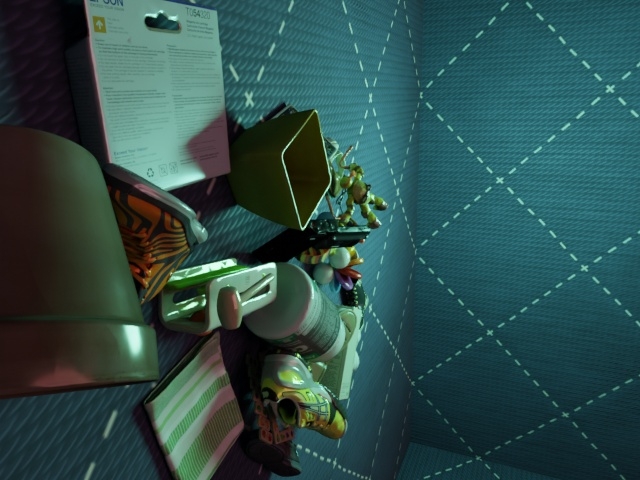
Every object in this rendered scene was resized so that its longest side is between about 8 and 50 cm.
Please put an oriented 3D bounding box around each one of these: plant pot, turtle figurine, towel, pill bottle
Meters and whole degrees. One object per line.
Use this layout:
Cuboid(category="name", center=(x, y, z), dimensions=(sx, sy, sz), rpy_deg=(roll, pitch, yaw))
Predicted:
Cuboid(category="plant pot", center=(-0.354, 0.037, 0.560), dimensions=(0.323, 0.323, 0.280), rpy_deg=(31, 50, -65))
Cuboid(category="turtle figurine", center=(0.126, -0.147, 1.511), dimensions=(0.217, 0.087, 0.270), rpy_deg=(39, 51, -38))
Cuboid(category="towel", center=(-0.272, 0.403, 1.126), dimensions=(0.248, 0.038, 0.325), rpy_deg=(-50, 140, -52))
Cuboid(category="pill bottle", center=(-0.059, 0.219, 1.375), dimensions=(0.361, 0.204, 0.204), rpy_deg=(53, 47, -57))
Cuboid(category="plant pot", center=(-0.111, -0.173, 1.183), dimensions=(0.212, 0.187, 0.212), rpy_deg=(-63, 149, -43))

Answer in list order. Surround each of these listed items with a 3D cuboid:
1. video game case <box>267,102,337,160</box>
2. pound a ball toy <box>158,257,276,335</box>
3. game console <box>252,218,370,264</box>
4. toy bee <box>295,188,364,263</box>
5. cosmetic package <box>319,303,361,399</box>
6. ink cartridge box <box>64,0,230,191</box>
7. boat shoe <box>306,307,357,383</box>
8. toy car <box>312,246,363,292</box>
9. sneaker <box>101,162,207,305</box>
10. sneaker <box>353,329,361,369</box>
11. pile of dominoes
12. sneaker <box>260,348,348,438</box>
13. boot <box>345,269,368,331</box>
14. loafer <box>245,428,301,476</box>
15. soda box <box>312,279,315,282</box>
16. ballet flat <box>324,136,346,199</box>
Cuboid(category="video game case", center=(-0.055, -0.278, 1.355), dimensions=(0.190, 0.022, 0.173), rpy_deg=(43, 41, -8))
Cuboid(category="pound a ball toy", center=(-0.187, 0.129, 1.043), dimensions=(0.319, 0.208, 0.136), rpy_deg=(-16, 109, -67))
Cuboid(category="game console", center=(0.000, 0.000, 1.365), dimensions=(0.361, 0.213, 0.044), rpy_deg=(-3, 69, -50))
Cuboid(category="toy bee", center=(0.057, -0.027, 1.552), dimensions=(0.298, 0.162, 0.195), rpy_deg=(-54, 169, -8))
Cuboid(category="cosmetic package", center=(0.034, 0.376, 1.694), dimensions=(0.113, 0.160, 0.310), rpy_deg=(38, 62, -65))
Cuboid(category="ink cartridge box", center=(-0.291, -0.257, 0.886), dimensions=(0.324, 0.071, 0.330), rpy_deg=(-33, 124, -60))
Cuboid(category="boat shoe", center=(-0.001, 0.340, 1.589), dimensions=(0.113, 0.103, 0.302), rpy_deg=(48, 68, -22))
Cuboid(category="toy car", center=(0.074, 0.107, 1.705), dimensions=(0.182, 0.136, 0.159), rpy_deg=(-45, 165, 16))
Cuboid(category="sneaker", center=(-0.287, 0.011, 0.787), dimensions=(0.180, 0.124, 0.321), rpy_deg=(-58, 167, -12))
Cuboid(category="sneaker", center=(0.089, 0.426, 1.910), dimensions=(0.129, 0.111, 0.297), rpy_deg=(-44, 134, -49))
Cuboid(category="pile of dominoes", center=(-0.125, 0.429, 1.357), dimensions=(0.196, 0.040, 0.251), rpy_deg=(28, 46, -66))
Cuboid(category="sneaker", center=(-0.055, 0.459, 1.348), dimensions=(0.385, 0.145, 0.147), rpy_deg=(53, 39, -32))
Cuboid(category="boot", center=(0.129, 0.257, 1.995), dimensions=(0.236, 0.085, 0.179), rpy_deg=(-67, 149, -43))
Cuboid(category="loafer", center=(-0.136, 0.602, 1.434), dimensions=(0.302, 0.109, 0.095), rpy_deg=(65, 16, -45))
Cuboid(category="soda box", center=(-0.044, 0.213, 1.603), dimensions=(0.060, 0.053, 0.169), rpy_deg=(-45, 135, -57))
Cuboid(category="ballet flat", center=(0.014, -0.244, 1.531), dimensions=(0.124, 0.116, 0.342), rpy_deg=(-47, 152, -3))
